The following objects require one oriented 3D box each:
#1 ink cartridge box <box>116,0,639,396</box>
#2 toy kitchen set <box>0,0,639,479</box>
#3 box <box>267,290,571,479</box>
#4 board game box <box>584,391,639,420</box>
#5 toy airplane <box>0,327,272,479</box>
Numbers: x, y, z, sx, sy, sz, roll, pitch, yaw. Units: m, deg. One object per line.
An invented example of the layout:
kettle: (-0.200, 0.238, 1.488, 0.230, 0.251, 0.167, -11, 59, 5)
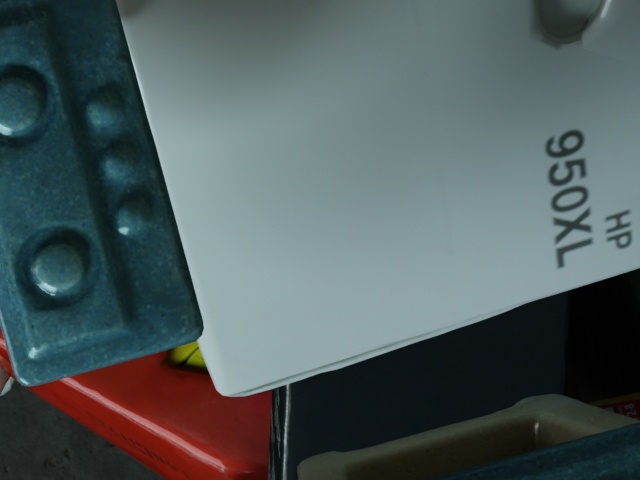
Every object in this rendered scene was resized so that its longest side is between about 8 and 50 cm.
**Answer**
ink cartridge box: (-0.033, -0.192, 0.613, 0.395, 0.166, 0.285, -116, 10, -48)
toy kitchen set: (0.035, 0.007, 0.417, 0.122, 0.207, 0.166, -162, 57, -81)
box: (0.028, 0.069, 0.764, 0.261, 0.103, 0.184, -111, 20, -85)
board game box: (0.122, 0.162, 0.634, 0.193, 0.045, 0.146, -92, -11, -63)
toy airplane: (-0.069, 0.033, 1.077, 0.384, 0.272, 0.386, 42, 164, -12)
